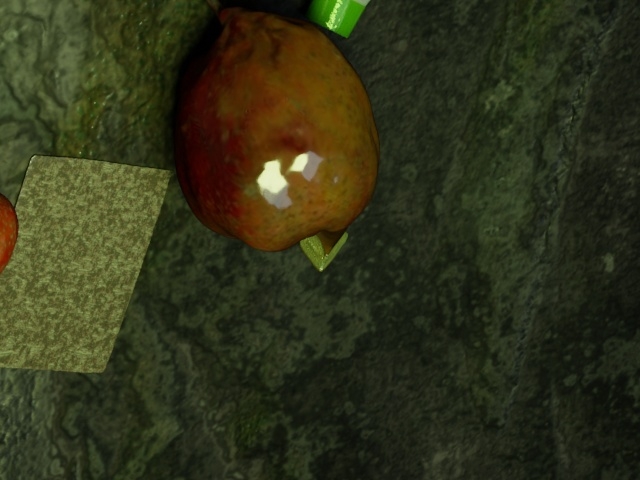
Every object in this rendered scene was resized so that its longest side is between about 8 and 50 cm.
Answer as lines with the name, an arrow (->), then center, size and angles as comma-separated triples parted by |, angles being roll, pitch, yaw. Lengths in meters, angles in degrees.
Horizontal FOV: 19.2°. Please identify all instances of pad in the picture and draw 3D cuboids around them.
pad -> -0.248, 0.027, 1.871 | 0.158, 0.003, 0.235 | 6, 114, -35

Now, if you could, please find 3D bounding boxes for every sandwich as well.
sandwich -> 0.000, 0.000, 1.989 | 0.044, 0.083, 0.031 | 25, 115, 5

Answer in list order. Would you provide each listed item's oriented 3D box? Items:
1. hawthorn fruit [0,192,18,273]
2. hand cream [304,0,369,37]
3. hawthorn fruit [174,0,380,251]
hawthorn fruit -> -0.336, 0.001, 1.714 | 0.128, 0.128, 0.128 | -16, 125, -24
hand cream -> 0.064, -0.329, 1.827 | 0.079, 0.050, 0.275 | 8, 110, -63
hawthorn fruit -> -0.055, -0.117, 1.793 | 0.208, 0.208, 0.248 | -27, 104, -15
